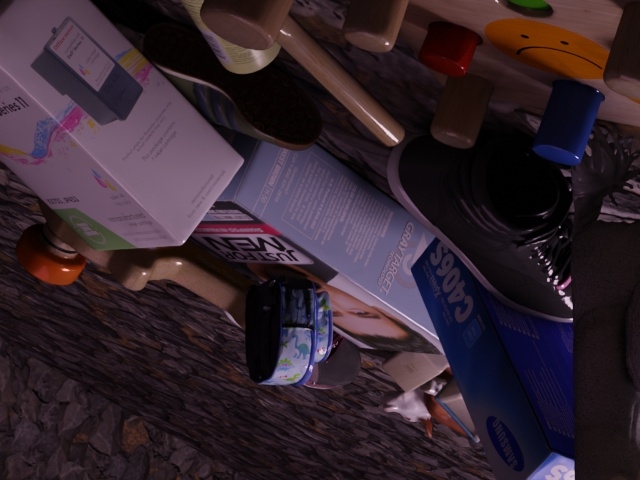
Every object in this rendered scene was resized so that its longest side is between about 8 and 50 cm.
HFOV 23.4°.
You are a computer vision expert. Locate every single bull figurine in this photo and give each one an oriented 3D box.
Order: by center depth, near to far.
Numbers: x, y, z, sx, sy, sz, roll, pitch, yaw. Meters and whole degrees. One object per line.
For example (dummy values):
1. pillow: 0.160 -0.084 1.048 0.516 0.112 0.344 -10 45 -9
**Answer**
1. bull figurine: 0.219 0.232 2.194 0.310 0.101 0.188 14 159 29

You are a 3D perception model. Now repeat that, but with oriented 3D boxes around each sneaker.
1. sneaker: 0.208 -0.003 1.476 0.296 0.104 0.147 36 164 -26
2. sneaker: -0.089 -0.143 1.511 0.192 0.064 0.086 30 163 -3
3. sneaker: -0.003 0.133 2.178 0.162 0.106 0.281 -1 151 47

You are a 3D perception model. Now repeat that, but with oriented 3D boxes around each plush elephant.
1. plush elephant: 0.342 0.058 1.278 0.255 0.330 0.272 -3 173 13

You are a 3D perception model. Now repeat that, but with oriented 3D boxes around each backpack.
1. backpack: -0.034 0.104 1.714 0.084 0.114 0.105 7 167 -21

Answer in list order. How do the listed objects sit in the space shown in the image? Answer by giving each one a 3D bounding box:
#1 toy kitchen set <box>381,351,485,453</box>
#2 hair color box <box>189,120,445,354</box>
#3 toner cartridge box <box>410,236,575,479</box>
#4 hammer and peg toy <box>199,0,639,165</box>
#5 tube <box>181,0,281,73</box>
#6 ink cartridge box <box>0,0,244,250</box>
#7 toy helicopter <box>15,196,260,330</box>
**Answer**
1. toy kitchen set: 0.220 0.173 2.009 0.207 0.166 0.122 48 154 1
2. hair color box: 0.000 0.000 1.746 0.374 0.113 0.185 34 160 -34
3. toner cartridge box: 0.215 0.136 1.554 0.165 0.075 0.348 22 -152 -28
4. hammer and peg toy: 0.118 -0.150 1.084 0.361 0.127 0.266 14 168 28
5. tube: -0.100 -0.232 1.275 0.070 0.062 0.240 -26 143 7
6. ink cartridge box: -0.267 -0.148 1.502 0.353 0.119 0.207 46 155 -22
7. toy helicopter: -0.184 0.010 1.903 0.355 0.140 0.235 32 -156 -5
